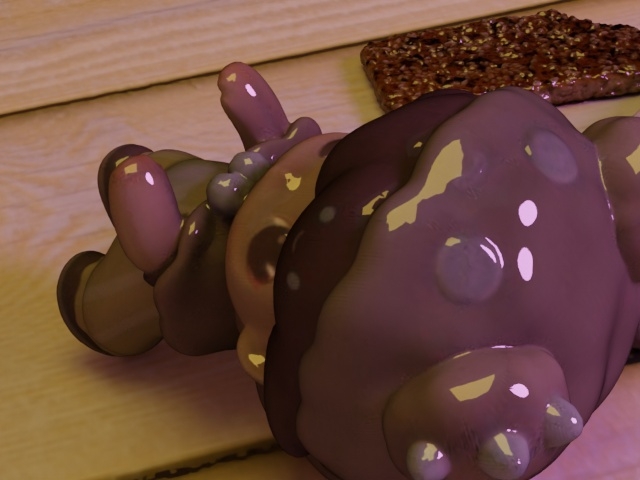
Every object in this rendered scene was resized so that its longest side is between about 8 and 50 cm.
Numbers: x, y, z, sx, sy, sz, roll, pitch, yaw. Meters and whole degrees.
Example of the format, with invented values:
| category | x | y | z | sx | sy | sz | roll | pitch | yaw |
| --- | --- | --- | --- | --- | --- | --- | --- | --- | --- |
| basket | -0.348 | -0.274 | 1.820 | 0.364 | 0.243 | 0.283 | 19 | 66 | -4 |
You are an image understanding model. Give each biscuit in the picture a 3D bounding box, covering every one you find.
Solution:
| category | x | y | z | sx | sy | sz | roll | pitch | yaw |
| --- | --- | --- | --- | --- | --- | --- | --- | --- | --- |
| biscuit | 0.154 | -0.136 | 1.351 | 0.236 | 0.026 | 0.131 | -10 | 32 | -4 |

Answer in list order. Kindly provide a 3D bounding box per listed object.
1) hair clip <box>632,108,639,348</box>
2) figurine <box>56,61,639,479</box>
| category | x | y | z | sx | sy | sz | roll | pitch | yaw |
| --- | --- | --- | --- | --- | --- | --- | --- | --- | --- |
| hair clip | 0.245 | -0.051 | 1.136 | 0.101 | 0.085 | 0.331 | 14 | 43 | 34 |
| figurine | 0.011 | 0.021 | 0.960 | 0.380 | 0.203 | 0.248 | 8 | 45 | 41 |
